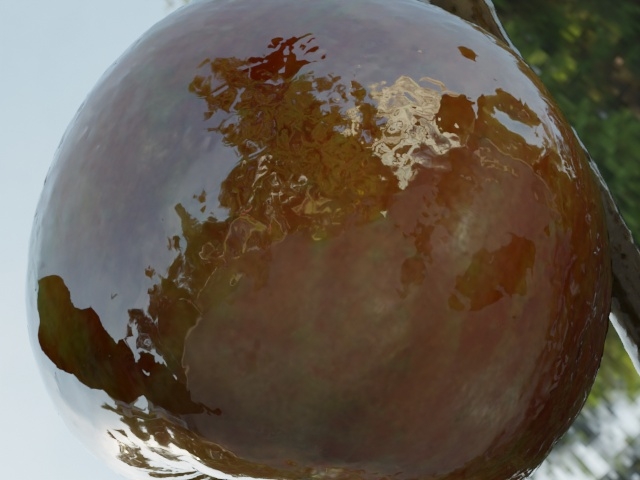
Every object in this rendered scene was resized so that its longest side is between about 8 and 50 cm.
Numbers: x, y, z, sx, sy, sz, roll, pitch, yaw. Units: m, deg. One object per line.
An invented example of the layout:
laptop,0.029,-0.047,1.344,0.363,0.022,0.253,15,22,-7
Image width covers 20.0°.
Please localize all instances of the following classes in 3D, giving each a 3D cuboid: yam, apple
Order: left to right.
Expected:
apple,0.000,0.000,0.890,0.301,0.301,0.301,-19,-48,-22
yam,0.136,-0.049,1.087,0.045,0.327,0.045,-32,-5,26
